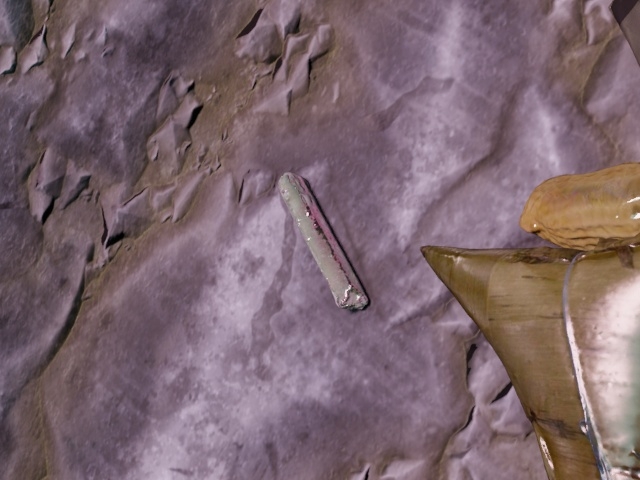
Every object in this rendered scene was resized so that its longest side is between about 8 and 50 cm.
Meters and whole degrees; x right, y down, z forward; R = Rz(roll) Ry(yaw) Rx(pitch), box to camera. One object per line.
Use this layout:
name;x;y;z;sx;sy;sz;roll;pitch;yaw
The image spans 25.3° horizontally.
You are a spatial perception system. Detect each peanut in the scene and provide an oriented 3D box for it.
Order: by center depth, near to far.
peanut;0.287;-0.035;1.438;0.194;0.083;0.093;3;69;43

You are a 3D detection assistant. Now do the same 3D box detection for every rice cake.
rice cake;0.001;0.000;1.699;0.033;0.033;0.208;-44;54;24

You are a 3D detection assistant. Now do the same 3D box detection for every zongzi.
zongzi;0.222;0.149;1.388;0.360;0.160;0.323;3;78;39

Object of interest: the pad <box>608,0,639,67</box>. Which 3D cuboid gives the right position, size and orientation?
pad;0.371;-0.250;1.407;0.233;0.022;0.174;-59;43;50
